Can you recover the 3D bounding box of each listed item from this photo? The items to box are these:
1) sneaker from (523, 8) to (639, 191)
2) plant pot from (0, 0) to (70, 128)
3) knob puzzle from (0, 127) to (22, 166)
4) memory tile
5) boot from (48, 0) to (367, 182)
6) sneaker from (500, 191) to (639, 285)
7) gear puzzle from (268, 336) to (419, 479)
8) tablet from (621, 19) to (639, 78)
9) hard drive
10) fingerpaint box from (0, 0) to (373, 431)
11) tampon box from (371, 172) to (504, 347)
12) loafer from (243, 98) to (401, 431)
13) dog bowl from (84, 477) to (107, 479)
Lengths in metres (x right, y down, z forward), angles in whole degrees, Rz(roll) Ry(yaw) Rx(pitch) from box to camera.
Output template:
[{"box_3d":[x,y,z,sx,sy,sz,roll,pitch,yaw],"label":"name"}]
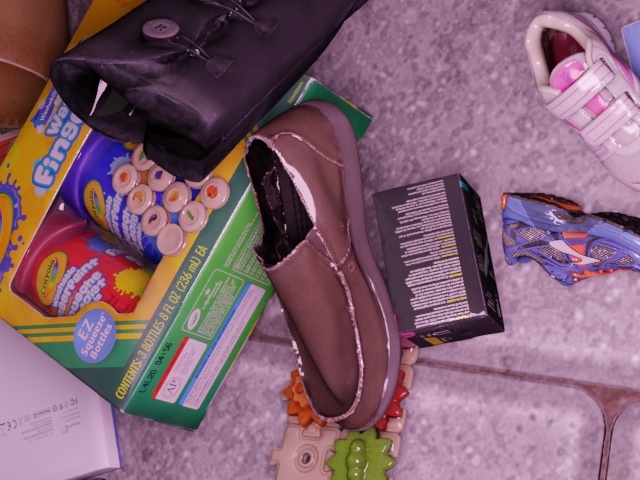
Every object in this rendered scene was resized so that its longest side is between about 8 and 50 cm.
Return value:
[{"box_3d":[0.289,-0.147,1.468,0.103,0.111,0.252,-50,58,24],"label":"sneaker"},{"box_3d":[-0.448,-0.318,1.948,0.237,0.237,0.254,-8,65,33],"label":"plant pot"},{"box_3d":[-0.458,-0.064,1.999,0.213,0.030,0.213,-2,87,35],"label":"knob puzzle"},{"box_3d":[-0.175,-0.062,1.607,0.113,0.012,0.148,-47,59,11],"label":"memory tile"},{"box_3d":[-0.146,-0.280,1.597,0.367,0.146,0.445,20,52,28],"label":"boot"},{"box_3d":[0.286,0.010,1.480,0.221,0.083,0.087,20,106,40],"label":"sneaker"},{"box_3d":[0.012,0.218,1.595,0.175,0.044,0.339,0,69,34],"label":"gear puzzle"},{"box_3d":[0.357,-0.201,1.501,0.054,0.006,0.083,-20,70,30],"label":"tablet"},{"box_3d":[-0.380,0.176,1.909,0.210,0.040,0.318,-21,71,29],"label":"hard drive"},{"box_3d":[-0.211,-0.054,1.731,0.371,0.163,0.444,32,93,34],"label":"fingerpaint box"},{"box_3d":[0.130,0.025,1.532,0.101,0.120,0.161,-13,74,14],"label":"tampon box"},{"box_3d":[-0.018,0.034,1.519,0.134,0.130,0.365,-13,90,49],"label":"loafer"},{"box_3d":[-0.430,0.434,1.704,0.408,0.408,0.150,-22,88,29],"label":"dog bowl"}]
